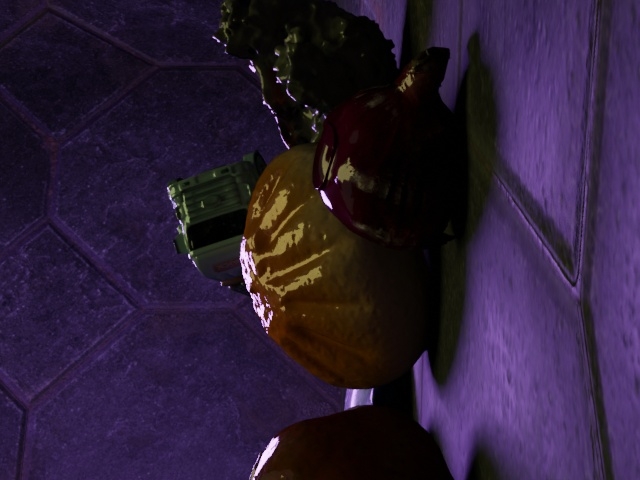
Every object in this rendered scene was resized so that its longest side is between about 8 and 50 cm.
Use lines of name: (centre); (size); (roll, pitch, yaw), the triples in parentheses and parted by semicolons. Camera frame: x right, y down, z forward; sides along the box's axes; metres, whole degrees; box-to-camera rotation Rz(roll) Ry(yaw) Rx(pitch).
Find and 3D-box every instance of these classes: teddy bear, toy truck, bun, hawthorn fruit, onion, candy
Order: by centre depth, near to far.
hawthorn fruit: (0.041, 0.273, 1.021); (0.262, 0.211, 0.210); (-122, 29, -64)
onion: (0.062, -0.093, 1.086); (0.173, 0.135, 0.198); (-98, 9, -59)
bun: (-0.006, 0.034, 1.336); (0.299, 0.165, 0.298); (47, 147, 43)
teddy bear: (0.017, -0.131, 1.568); (0.357, 0.225, 0.367); (53, -151, -56)
toy truck: (-0.090, -0.004, 1.602); (0.305, 0.136, 0.162); (30, -136, -69)
candy: (0.069, 0.240, 1.673); (0.331, 0.077, 0.187); (98, -173, -65)

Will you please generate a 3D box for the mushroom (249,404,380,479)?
mushroom: (0.019, 0.292, 1.357); (0.207, 0.215, 0.207); (6, -90, -86)
